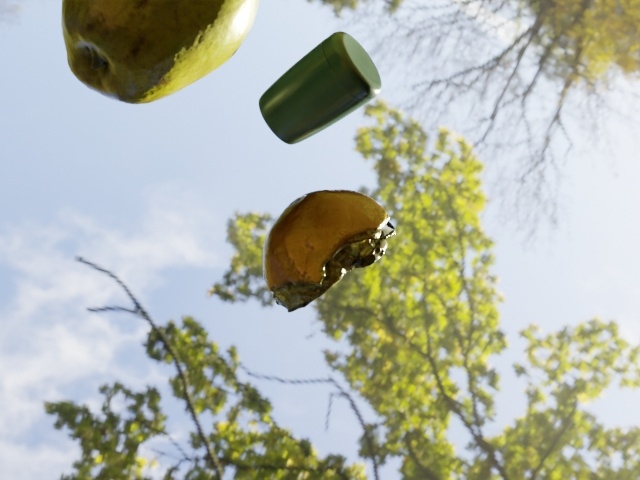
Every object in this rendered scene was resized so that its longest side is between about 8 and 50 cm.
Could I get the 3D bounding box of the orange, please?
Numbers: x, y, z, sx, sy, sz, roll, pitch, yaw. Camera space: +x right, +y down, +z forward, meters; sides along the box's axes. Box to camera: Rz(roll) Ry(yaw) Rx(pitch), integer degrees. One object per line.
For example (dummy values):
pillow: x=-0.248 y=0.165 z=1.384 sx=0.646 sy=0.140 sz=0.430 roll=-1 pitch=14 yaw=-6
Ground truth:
orange: x=0.000 y=0.000 z=1.158 sx=0.112 sy=0.160 sz=0.170 roll=61 pitch=-160 yaw=-2

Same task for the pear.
pear: x=-0.211 y=-0.321 z=1.324 sx=0.253 sy=0.253 sz=0.307 roll=31 pitch=-121 yaw=13

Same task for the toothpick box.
toothpick box: x=-0.005 y=-0.236 z=1.598 sx=0.120 sy=0.184 sz=0.120 roll=42 pitch=-152 yaw=-29
